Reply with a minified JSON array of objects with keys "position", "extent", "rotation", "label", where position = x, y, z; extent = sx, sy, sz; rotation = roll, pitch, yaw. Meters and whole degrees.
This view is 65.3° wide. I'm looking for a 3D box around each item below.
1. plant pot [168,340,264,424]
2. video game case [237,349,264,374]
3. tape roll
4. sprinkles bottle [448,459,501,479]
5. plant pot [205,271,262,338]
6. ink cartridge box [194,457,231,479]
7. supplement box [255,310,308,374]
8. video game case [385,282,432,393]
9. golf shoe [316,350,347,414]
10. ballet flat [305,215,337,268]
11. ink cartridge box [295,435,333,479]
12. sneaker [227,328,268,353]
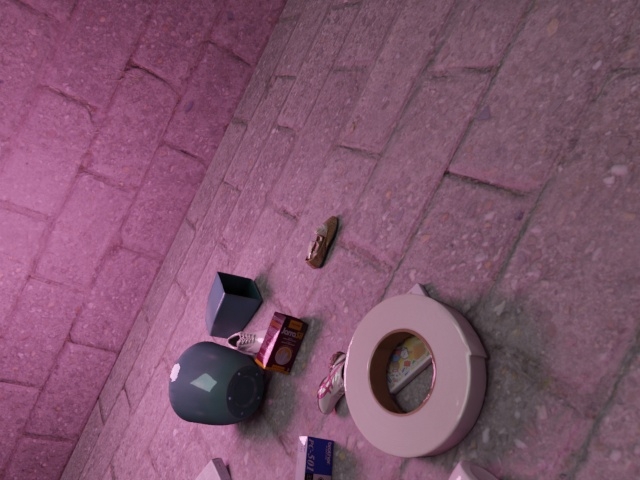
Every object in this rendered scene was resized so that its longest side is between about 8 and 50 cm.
[{"position":[-0.345,0.516,1.766],"extent":[0.235,0.293,0.293],"rotation":[-1,68,38],"label":"plant pot"},{"position":[-0.262,0.456,1.868],"extent":[0.011,0.087,0.122],"rotation":[-34,16,-33],"label":"video game case"},{"position":[0.218,0.325,1.227],"extent":[0.392,0.072,0.392],"rotation":[-23,58,42],"label":"tape roll"},{"position":[0.246,0.623,0.995],"extent":[0.355,0.121,0.121],"rotation":[-63,33,6],"label":"sprinkles bottle"},{"position":[-0.381,0.283,2.075],"extent":[0.234,0.166,0.165],"rotation":[-63,32,19],"label":"plant pot"},{"position":[-0.369,0.925,1.760],"extent":[0.189,0.066,0.232],"rotation":[-53,56,19],"label":"ink cartridge box"},{"position":[-0.133,0.352,1.720],"extent":[0.081,0.104,0.188],"rotation":[17,84,57],"label":"supplement box"},{"position":[0.230,0.259,1.335],"extent":[0.227,0.026,0.206],"rotation":[-50,36,23],"label":"video game case"},{"position":[0.047,0.420,1.454],"extent":[0.086,0.067,0.186],"rotation":[8,76,55],"label":"golf shoe"},{"position":[0.000,0.000,1.789],"extent":[0.073,0.067,0.206],"rotation":[6,74,57],"label":"ballet flat"},{"position":[-0.020,0.653,1.372],"extent":[0.046,0.097,0.207],"rotation":[-27,50,44],"label":"ink cartridge box"},{"position":[-0.269,0.387,1.902],"extent":[0.258,0.091,0.094],"rotation":[-27,49,44],"label":"sneaker"}]
